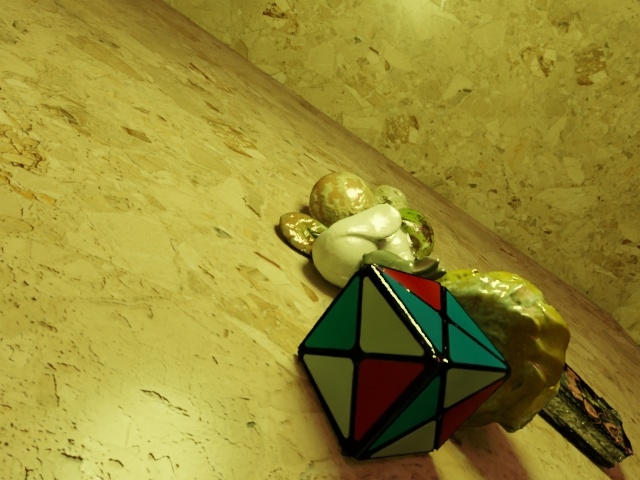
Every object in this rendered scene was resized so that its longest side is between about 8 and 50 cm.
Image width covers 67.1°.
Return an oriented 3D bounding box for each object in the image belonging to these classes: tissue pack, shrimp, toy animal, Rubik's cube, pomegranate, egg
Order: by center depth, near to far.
[{"bbox_3d":[0.146,0.219,0.886,0.247,0.250,0.248,17,27,-40],"label":"Rubik's cube"},{"bbox_3d":[0.167,0.076,1.072,0.138,0.108,0.236,54,-16,-3],"label":"toy animal"},{"bbox_3d":[0.120,0.047,1.267,0.289,0.249,0.174,-23,16,-25],"label":"toy animal"},{"bbox_3d":[0.000,0.001,1.359,0.267,0.061,0.145,25,33,-35],"label":"shrimp"},{"bbox_3d":[0.740,0.475,1.431,0.332,0.123,0.245,45,24,11],"label":"tissue pack"},{"bbox_3d":[0.264,0.039,1.486,0.276,0.222,0.204,56,6,1],"label":"pomegranate"},{"bbox_3d":[0.061,-0.113,1.491,0.203,0.203,0.245,22,20,-32],"label":"egg"}]

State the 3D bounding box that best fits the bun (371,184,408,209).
[{"bbox_3d":[0.283,-0.157,2.008,0.178,0.128,0.193,39,24,3],"label":"bun"}]

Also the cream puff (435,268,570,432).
[{"bbox_3d":[0.365,0.236,1.096,0.378,0.378,0.276,45,24,20],"label":"cream puff"}]
